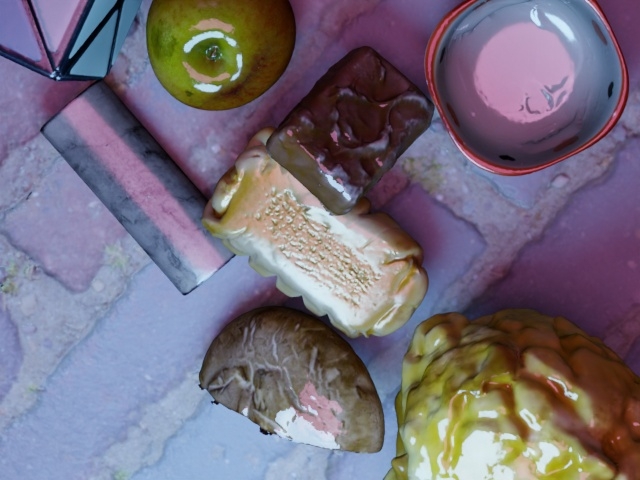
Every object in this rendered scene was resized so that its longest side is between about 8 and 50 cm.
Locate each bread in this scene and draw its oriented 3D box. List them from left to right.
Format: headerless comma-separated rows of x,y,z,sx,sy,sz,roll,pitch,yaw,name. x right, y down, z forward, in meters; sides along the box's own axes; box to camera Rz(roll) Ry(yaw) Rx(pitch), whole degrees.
0.000,0.000,1.773,0.311,0.121,0.173,39,103,-4,bread

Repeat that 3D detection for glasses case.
-0.240,-0.070,1.808,0.114,0.060,0.299,-39,97,6,glasses case

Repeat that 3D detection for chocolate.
0.046,-0.146,1.697,0.148,0.093,0.214,43,63,-6,chocolate

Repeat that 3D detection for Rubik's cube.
-0.351,-0.353,1.653,0.248,0.250,0.246,25,98,1,Rubik's cube

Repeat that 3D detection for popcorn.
0.260,0.255,1.692,0.390,0.354,0.344,-3,94,30,popcorn

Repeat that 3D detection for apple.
-0.129,-0.259,1.700,0.196,0.196,0.196,1,103,5,apple

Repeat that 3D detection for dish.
0.257,-0.214,1.706,0.256,0.117,0.256,1,102,4,dish

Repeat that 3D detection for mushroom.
-0.031,0.170,1.780,0.285,0.156,0.151,22,105,26,mushroom
